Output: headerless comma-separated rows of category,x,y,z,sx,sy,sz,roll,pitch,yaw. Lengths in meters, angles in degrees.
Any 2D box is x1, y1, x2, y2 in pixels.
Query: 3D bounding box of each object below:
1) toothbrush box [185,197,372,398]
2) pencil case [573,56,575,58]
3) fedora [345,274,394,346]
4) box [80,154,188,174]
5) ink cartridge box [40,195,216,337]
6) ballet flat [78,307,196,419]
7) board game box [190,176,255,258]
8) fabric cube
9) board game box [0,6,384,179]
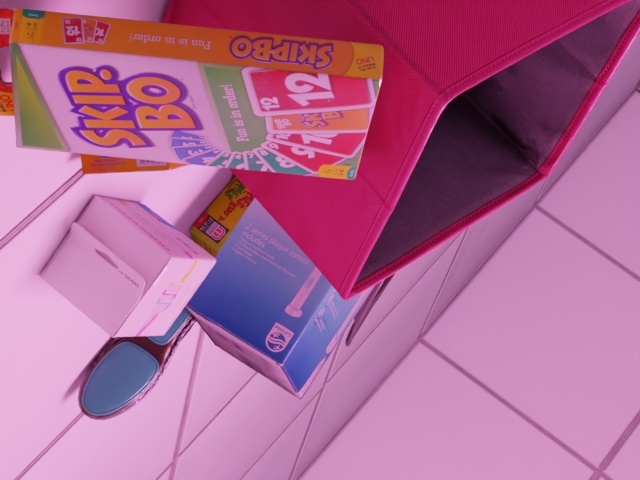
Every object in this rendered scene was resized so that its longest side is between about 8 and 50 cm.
toothbrush box,0.000,0.000,1.685,0.295,0.126,0.216,-56,168,-9
pencil case,0.321,-0.359,1.949,0.183,0.160,0.410,10,115,-42
fedora,0.055,-0.009,2.075,0.275,0.124,0.243,-55,173,-36
box,-0.131,-0.077,1.318,0.136,0.081,0.028,-29,115,-66
ink cartridge box,-0.172,0.024,1.407,0.090,0.092,0.143,-54,166,7
ballet flat,-0.185,0.113,1.680,0.188,0.070,0.070,-48,167,-8
board game box,-0.091,-0.004,1.742,0.092,0.043,0.181,-50,167,-15
fabric cube,0.059,-0.163,1.235,0.254,0.258,0.259,-29,159,-33
board game box,-0.096,-0.096,1.053,0.124,0.259,0.039,104,-8,-59
